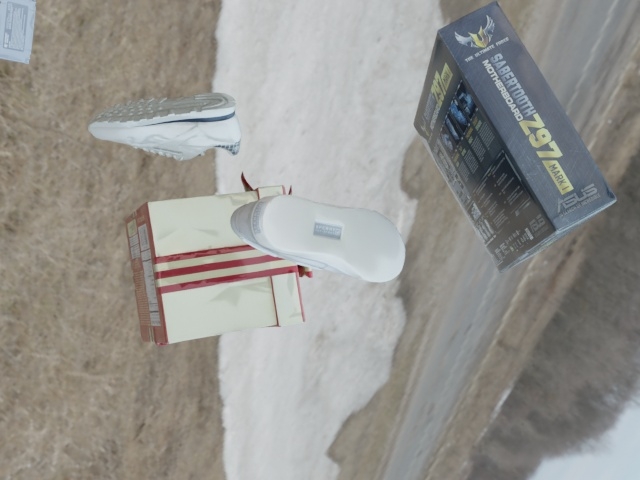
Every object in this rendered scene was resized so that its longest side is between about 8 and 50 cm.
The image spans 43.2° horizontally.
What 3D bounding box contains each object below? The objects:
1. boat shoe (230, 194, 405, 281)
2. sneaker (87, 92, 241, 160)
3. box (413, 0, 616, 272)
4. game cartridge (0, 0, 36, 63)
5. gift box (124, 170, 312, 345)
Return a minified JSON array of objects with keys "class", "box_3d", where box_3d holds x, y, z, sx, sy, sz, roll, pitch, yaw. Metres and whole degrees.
[{"class":"boat shoe","box_3d":[0.000,0.000,0.734,0.184,0.063,0.066,8,87,-42]},{"class":"sneaker","box_3d":[-0.241,-0.166,1.251,0.090,0.235,0.094,-86,173,-54]},{"class":"box","box_3d":[0.157,-0.076,0.714,0.059,0.183,0.232,-28,170,-4]},{"class":"game cartridge","box_3d":[-0.380,-0.263,0.988,0.056,0.017,0.083,1,99,-51]},{"class":"gift box","box_3d":[-0.164,0.023,1.323,0.258,0.276,0.255,-6,-179,-23]}]
